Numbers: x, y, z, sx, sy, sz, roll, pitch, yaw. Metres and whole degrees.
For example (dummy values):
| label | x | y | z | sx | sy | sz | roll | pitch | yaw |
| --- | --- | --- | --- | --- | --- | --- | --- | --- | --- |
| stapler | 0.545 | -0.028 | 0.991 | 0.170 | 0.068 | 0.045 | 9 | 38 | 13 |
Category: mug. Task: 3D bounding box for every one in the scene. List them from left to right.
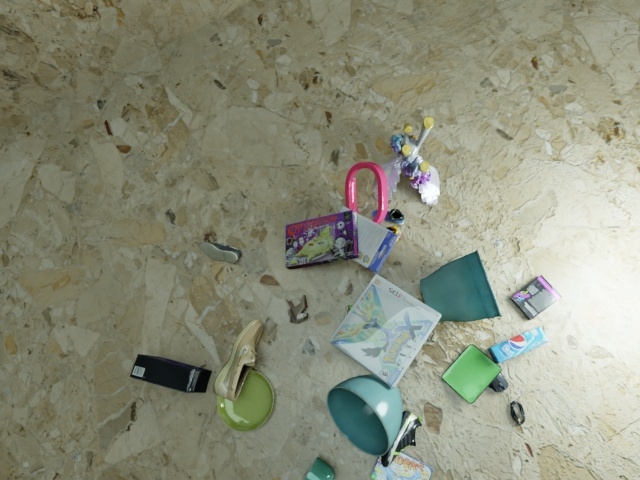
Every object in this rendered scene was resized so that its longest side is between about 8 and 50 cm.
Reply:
| label | x | y | z | sx | sy | sz | roll | pitch | yaw |
| --- | --- | --- | --- | --- | --- | --- | --- | --- | --- |
| mug | -0.007 | 0.907 | 1.685 | 0.098 | 0.157 | 0.129 | 28 | 53 | 14 |

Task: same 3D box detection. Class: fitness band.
| label | x | y | z | sx | sy | sz | roll | pitch | yaw |
| --- | --- | --- | --- | --- | --- | --- | --- | --- | --- |
| fitness band | 0.204 | -0.201 | 1.973 | 0.209 | 0.054 | 0.290 | 5 | 102 | 43 |

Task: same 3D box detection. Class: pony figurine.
| label | x | y | z | sx | sy | sz | roll | pitch | yaw |
| --- | --- | --- | --- | --- | --- | --- | --- | --- | --- |
| pony figurine | 0.395 | -0.338 | 1.953 | 0.303 | 0.363 | 0.350 | 5 | 88 | 3 |

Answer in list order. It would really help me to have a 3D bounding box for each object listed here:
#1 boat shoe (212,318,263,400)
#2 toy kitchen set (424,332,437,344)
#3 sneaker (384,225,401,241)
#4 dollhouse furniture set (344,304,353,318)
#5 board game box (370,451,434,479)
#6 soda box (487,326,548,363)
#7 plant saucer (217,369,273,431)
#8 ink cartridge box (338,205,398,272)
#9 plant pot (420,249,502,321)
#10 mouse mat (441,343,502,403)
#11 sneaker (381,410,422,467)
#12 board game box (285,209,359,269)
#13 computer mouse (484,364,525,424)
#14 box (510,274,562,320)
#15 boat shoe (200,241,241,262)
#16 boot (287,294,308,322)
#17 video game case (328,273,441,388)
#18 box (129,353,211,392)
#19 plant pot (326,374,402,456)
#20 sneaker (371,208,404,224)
| label | x | y | z | sx | sy | sz | roll | pitch | yaw |
| --- | --- | --- | --- | --- | --- | --- | --- | --- | --- |
| boat shoe | -0.311 | 0.491 | 1.847 | 0.110 | 0.121 | 0.341 | 17 | 65 | 21 |
| toy kitchen set | 0.439 | 0.387 | 1.808 | 0.068 | 0.075 | 0.083 | 24 | 81 | 14 |
| sneaker | 0.245 | -0.009 | 1.962 | 0.225 | 0.092 | 0.088 | -26 | 70 | 4 |
| dollhouse furniture set | 0.238 | 0.374 | 1.803 | 0.302 | 0.151 | 0.197 | 9 | 73 | 12 |
| board game box | 0.307 | 0.875 | 1.685 | 0.201 | 0.035 | 0.136 | 22 | 76 | 15 |
| soda box | 0.772 | 0.411 | 1.751 | 0.210 | 0.071 | 0.067 | -24 | 70 | 0 |
| plant saucer | -0.307 | 0.661 | 1.851 | 0.241 | 0.037 | 0.240 | -3 | 70 | 7 |
| ink cartridge box | 0.176 | -0.003 | 1.917 | 0.311 | 0.065 | 0.185 | 31 | 93 | 36 |
| plant pot | 0.542 | 0.205 | 1.768 | 0.255 | 0.272 | 0.271 | -20 | 69 | 17 |
| mouse mat | 0.591 | 0.521 | 1.753 | 0.189 | 0.007 | 0.153 | -47 | 57 | -2 |
| sneaker | 0.315 | 0.753 | 1.678 | 0.097 | 0.084 | 0.234 | 35 | 59 | 6 |
| board game box | 0.000 | 0.000 | 1.959 | 0.347 | 0.056 | 0.208 | -12 | 64 | 28 |
| computer mouse | 0.709 | 0.588 | 1.718 | 0.071 | 0.041 | 0.242 | -29 | 70 | -3 |
| box | 0.876 | 0.233 | 1.819 | 0.162 | 0.029 | 0.116 | -34 | 69 | -5 |
| boat shoe | -0.463 | 0.047 | 2.082 | 0.206 | 0.075 | 0.065 | 16 | 32 | 19 |
| boot | -0.101 | 0.299 | 1.942 | 0.087 | 0.042 | 0.118 | -12 | 63 | 13 |
| video game case | 0.244 | 0.336 | 1.705 | 0.300 | 0.036 | 0.329 | 32 | 78 | 22 |
| box | -0.616 | 0.554 | 1.857 | 0.262 | 0.184 | 0.103 | 11 | 71 | 12 |
| plant pot | 0.195 | 0.623 | 1.687 | 0.290 | 0.290 | 0.195 | 44 | 48 | 19 |
| sneaker | 0.301 | -0.116 | 1.994 | 0.152 | 0.084 | 0.058 | 17 | 75 | 14 |
